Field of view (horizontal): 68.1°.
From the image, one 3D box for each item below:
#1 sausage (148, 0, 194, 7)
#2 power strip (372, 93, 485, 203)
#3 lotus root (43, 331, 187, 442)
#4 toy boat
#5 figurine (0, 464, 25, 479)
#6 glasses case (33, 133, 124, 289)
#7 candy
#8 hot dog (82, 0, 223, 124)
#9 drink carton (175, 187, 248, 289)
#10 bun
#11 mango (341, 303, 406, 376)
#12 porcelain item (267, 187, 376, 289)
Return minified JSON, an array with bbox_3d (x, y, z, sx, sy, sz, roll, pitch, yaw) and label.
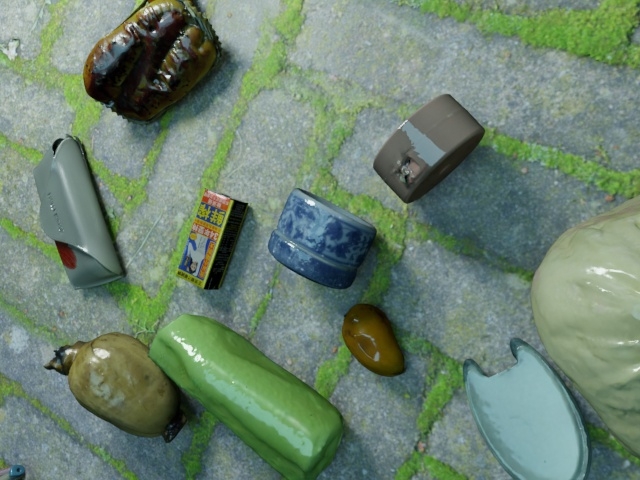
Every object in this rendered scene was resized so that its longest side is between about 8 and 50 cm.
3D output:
[{"bbox_3d":[-0.288,-0.537,0.879,0.102,0.076,0.303,-3,87,19],"label":"sausage"},{"bbox_3d":[0.150,-0.127,0.673,0.154,0.154,0.078,-42,78,13],"label":"power strip"},{"bbox_3d":[-0.343,0.250,0.836,0.256,0.154,0.140,36,61,1],"label":"lotus root"},{"bbox_3d":[0.289,0.248,0.665,0.134,0.079,0.208,-29,68,8],"label":"toy boat"},{"bbox_3d":[-0.688,0.569,0.957,0.260,0.103,0.205,-39,51,10],"label":"figurine"},{"bbox_3d":[-0.493,-0.052,0.929,0.128,0.083,0.309,-26,80,16],"label":"glasses case"},{"bbox_3d":[-0.122,0.248,0.764,0.343,0.142,0.132,31,111,18],"label":"candy"},{"bbox_3d":[-0.302,-0.318,0.848,0.270,0.082,0.163,-32,120,19],"label":"hot dog"},{"bbox_3d":[-0.191,-0.001,0.840,0.071,0.056,0.166,23,95,26],"label":"drink carton"},{"bbox_3d":[0.421,0.079,0.511,0.360,0.213,0.362,-10,67,25],"label":"bun"},{"bbox_3d":[0.082,0.158,0.735,0.077,0.063,0.127,-35,78,6],"label":"mango"},{"bbox_3d":[0.000,0.000,0.725,0.147,0.147,0.114,29,99,18],"label":"porcelain item"}]
